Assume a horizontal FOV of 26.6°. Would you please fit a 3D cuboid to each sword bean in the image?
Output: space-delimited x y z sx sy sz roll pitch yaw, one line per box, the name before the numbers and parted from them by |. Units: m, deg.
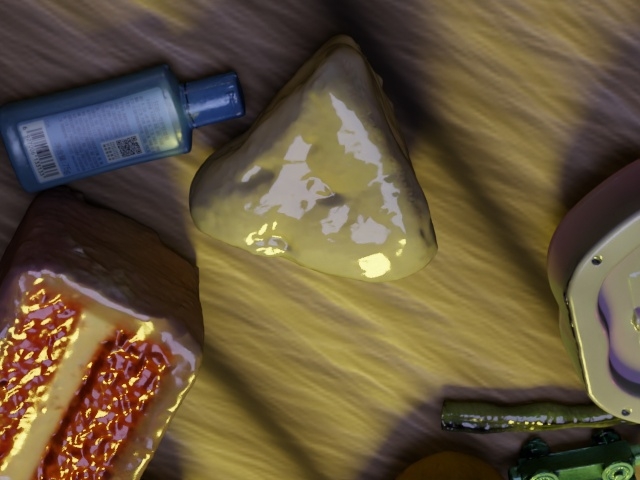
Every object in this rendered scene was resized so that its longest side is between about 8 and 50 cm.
sword bean | 0.281 0.215 1.672 0.269 0.038 0.043 -2 142 -3

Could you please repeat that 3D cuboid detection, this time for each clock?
clock | 0.425 0.058 1.503 0.339 0.102 0.338 -1 118 -2

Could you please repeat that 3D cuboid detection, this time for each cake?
cake | -0.280 0.129 1.485 0.237 0.230 0.309 26 112 -17

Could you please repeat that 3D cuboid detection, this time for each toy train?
toy train | 0.322 0.296 1.699 0.172 0.070 0.099 -10 127 2

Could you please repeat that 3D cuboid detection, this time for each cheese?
cheese | 0.006 -0.051 1.444 0.251 0.173 0.248 -36 104 13

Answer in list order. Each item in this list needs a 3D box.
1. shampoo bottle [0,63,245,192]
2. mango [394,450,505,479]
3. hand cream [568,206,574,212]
shampoo bottle | -0.208 -0.127 1.455 0.258 0.061 0.103 -13 116 3
mango | 0.140 0.431 1.702 0.253 0.182 0.364 9 104 -5
hand cream | 0.370 0.028 1.575 0.205 0.050 0.078 38 147 -19
